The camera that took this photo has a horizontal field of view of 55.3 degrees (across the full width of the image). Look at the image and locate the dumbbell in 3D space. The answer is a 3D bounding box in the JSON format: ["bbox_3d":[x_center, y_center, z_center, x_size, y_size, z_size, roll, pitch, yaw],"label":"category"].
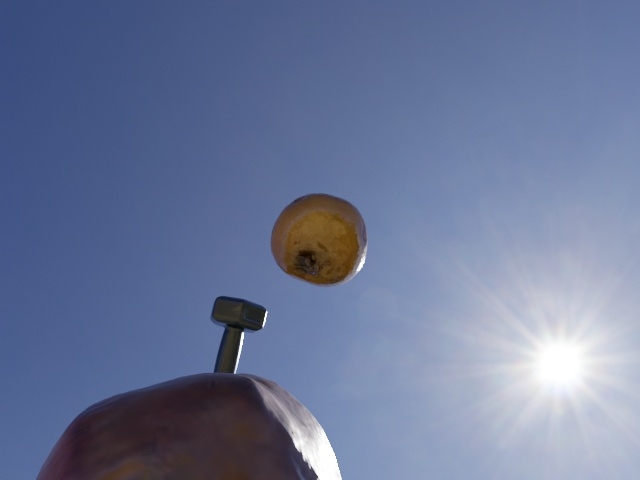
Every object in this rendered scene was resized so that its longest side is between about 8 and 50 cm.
[{"bbox_3d":[-0.241,0.310,1.589,0.156,0.317,0.144,6,-18,19],"label":"dumbbell"}]

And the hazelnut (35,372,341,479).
[{"bbox_3d":[-0.127,0.300,0.585,0.315,0.372,0.372,28,-66,-9],"label":"hazelnut"}]

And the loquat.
[{"bbox_3d":[0.000,0.000,1.299,0.207,0.208,0.208,-6,-56,-10],"label":"loquat"}]
